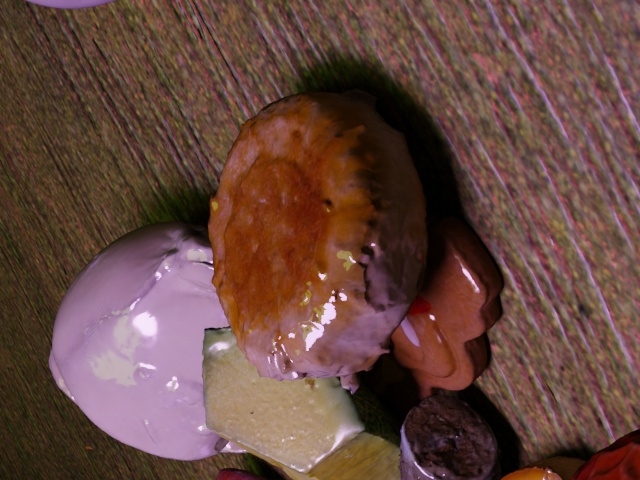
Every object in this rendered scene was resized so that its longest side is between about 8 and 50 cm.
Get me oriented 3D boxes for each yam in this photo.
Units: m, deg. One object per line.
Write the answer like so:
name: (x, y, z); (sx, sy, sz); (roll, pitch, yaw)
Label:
yam: (0.118, 0.229, 1.659); (0.107, 0.107, 0.183); (40, 153, 34)

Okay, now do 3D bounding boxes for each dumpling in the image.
dumpling: (-0.119, 0.117, 1.913); (0.315, 0.233, 0.395); (31, 141, -13)

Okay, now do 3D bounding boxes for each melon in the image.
melon: (0.007, 0.199, 1.758); (0.196, 0.124, 0.323); (31, 169, 30)

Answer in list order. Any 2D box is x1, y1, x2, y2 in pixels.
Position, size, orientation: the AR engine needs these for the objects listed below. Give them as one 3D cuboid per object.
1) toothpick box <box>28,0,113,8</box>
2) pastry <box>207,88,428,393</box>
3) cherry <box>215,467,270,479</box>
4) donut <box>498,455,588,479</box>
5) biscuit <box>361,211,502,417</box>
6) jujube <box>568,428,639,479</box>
toothpick box: (-0.224, -0.339, 1.557); (0.229, 0.229, 0.316); (52, 153, 14)
pastry: (0.003, -0.004, 1.550); (0.235, 0.120, 0.257); (23, 102, 53)
cherry: (-0.045, 0.353, 2.091); (0.225, 0.090, 0.107); (46, 136, 5)
donut: (0.223, 0.259, 1.562); (0.178, 0.065, 0.162); (-15, 100, 64)
biscuit: (0.075, 0.061, 1.639); (0.186, 0.044, 0.295); (53, 153, 9)
jujube: (0.260, 0.227, 1.352); (0.174, 0.174, 0.250); (56, 157, 7)
